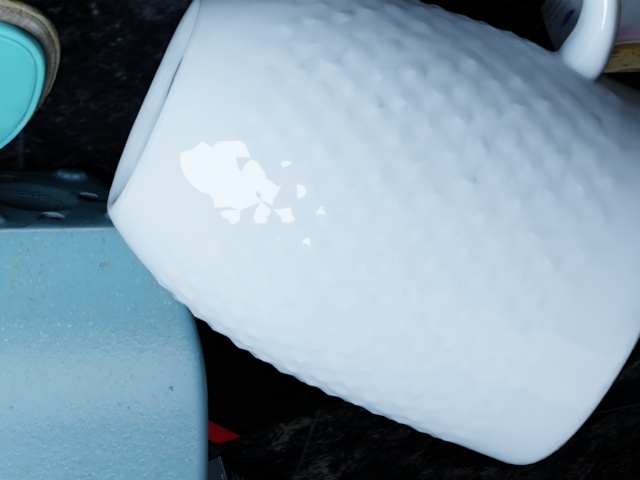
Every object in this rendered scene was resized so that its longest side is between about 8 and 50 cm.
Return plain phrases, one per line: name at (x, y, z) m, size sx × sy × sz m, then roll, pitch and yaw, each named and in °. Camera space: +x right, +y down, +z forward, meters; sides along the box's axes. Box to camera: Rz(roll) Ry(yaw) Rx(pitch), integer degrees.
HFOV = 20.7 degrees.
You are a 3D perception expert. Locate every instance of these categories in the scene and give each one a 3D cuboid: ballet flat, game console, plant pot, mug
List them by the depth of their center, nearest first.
ballet flat at (-0.253, -0.087, 1.109) m, size 0.116 × 0.124 × 0.342 m, roll 18°, pitch 143°, yaw -19°
mug at (0.057, -0.073, 1.178) m, size 0.328 × 0.276 × 0.374 m, roll 22°, pitch 107°, yaw -12°
plant pot at (-0.227, 0.082, 1.304) m, size 0.248 × 0.247 × 0.252 m, roll -1°, pitch 109°, yaw -30°
game console at (-0.161, 0.129, 1.705) m, size 0.342 × 0.060 × 0.386 m, roll -19°, pitch 155°, yaw 16°

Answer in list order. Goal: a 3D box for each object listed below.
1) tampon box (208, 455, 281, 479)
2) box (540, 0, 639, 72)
tampon box at (-0.119, 0.338, 2.086) m, size 0.120 × 0.101 × 0.161 m, roll -26°, pitch 153°, yaw 17°
box at (0.327, -0.176, 1.362) m, size 0.324 × 0.063 × 0.067 m, roll -4°, pitch 153°, yaw -26°
